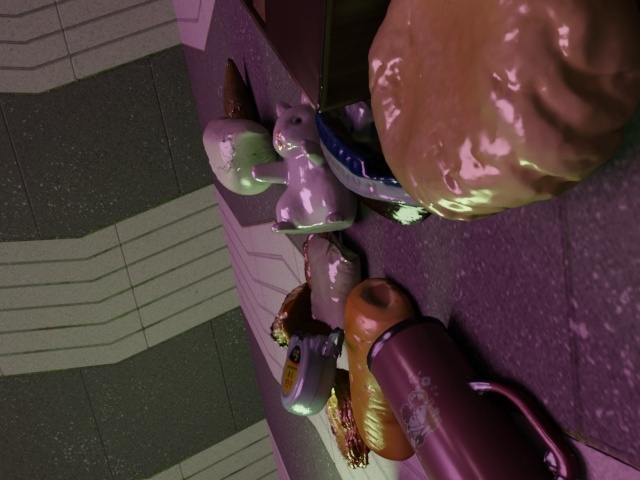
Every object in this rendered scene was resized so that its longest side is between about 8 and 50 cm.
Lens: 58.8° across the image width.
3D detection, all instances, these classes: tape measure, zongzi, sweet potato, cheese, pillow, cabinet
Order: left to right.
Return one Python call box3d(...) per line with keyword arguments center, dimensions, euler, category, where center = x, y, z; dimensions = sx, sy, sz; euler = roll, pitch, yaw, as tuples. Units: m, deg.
box3d(center=(-0.205, -0.357, 1.460), dimensions=(0.160, 0.079, 0.176), euler=(-126, 30, -43), category="zongzi")
box3d(center=(-0.185, -0.204, 1.363), dimensions=(0.198, 0.154, 0.189), euler=(27, 130, 55), category="cheese")
box3d(center=(0.001, -0.001, 1.070), dimensions=(0.068, 0.068, 0.226), euler=(-131, 41, -59), category="sweet potato")
box3d(center=(0.006, 0.227, 0.961), dimensions=(0.330, 0.084, 0.164), euler=(160, 120, -71), category="tape measure")
box3d(center=(0.030, 0.076, 1.002), dimensions=(0.134, 0.078, 0.181), euler=(-140, 41, -59), category="pillow")
box3d(center=(0.020, -0.277, 0.564), dimensions=(0.215, 0.148, 0.174), euler=(59, 160, 31), category="cabinet")
box3d(center=(0.122, -0.132, 0.419), dimensions=(0.214, 0.117, 0.225), euler=(151, 109, -68), category="cheese")

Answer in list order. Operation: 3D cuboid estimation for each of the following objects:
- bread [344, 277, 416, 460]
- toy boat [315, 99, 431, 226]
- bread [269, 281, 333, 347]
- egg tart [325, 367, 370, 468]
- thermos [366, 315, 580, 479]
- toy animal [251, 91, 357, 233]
box3d(center=(0.091, 0.203, 0.877), dimensions=(0.142, 0.091, 0.305), euler=(43, 145, 54), category="bread")
box3d(center=(0.066, -0.121, 0.625), dimensions=(0.115, 0.114, 0.262), euler=(98, 152, -43), category="toy boat")
box3d(center=(-0.026, 0.171, 1.189), dimensions=(0.128, 0.140, 0.069), euler=(37, 152, -16), category="bread")
box3d(center=(0.059, 0.331, 1.098), dimensions=(0.212, 0.090, 0.212), euler=(168, 90, -75), category="egg tart")
box3d(center=(0.176, 0.224, 0.588), dimensions=(0.109, 0.136, 0.330), euler=(52, -174, -44), category="thermos")
box3d(center=(-0.031, -0.141, 0.892), dimensions=(0.141, 0.138, 0.282), euler=(-14, 96, 40), category="toy animal")
